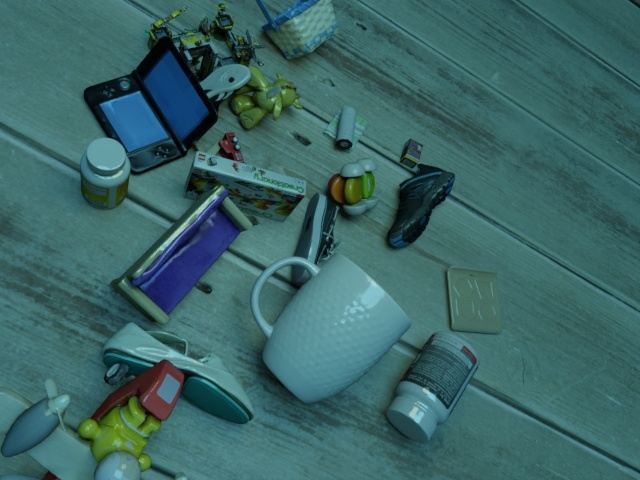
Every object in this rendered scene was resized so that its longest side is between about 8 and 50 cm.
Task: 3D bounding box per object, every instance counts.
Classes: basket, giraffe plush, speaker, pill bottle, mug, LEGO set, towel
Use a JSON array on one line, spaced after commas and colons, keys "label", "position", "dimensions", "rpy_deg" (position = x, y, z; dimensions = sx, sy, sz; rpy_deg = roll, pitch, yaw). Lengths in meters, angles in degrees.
[{"label": "basket", "position": [-0.089, -0.762, 1.759], "dimensions": [0.255, 0.201, 0.289], "rpy_deg": [-42, 121, -30]}, {"label": "giraffe plush", "position": [-0.152, -0.450, 1.663], "dimensions": [0.170, 0.210, 0.181], "rpy_deg": [-29, 116, -52]}, {"label": "speaker", "position": [0.085, -0.369, 1.757], "dimensions": [0.055, 0.055, 0.136], "rpy_deg": [16, 62, -16]}, {"label": "pill bottle", "position": [-0.542, -0.170, 1.357], "dimensions": [0.118, 0.208, 0.117], "rpy_deg": [8, 68, -20]}, {"label": "mug", "position": [-0.012, 0.207, 1.383], "dimensions": [0.374, 0.276, 0.328], "rpy_deg": [45, 82, -5]}, {"label": "pill bottle", "position": [0.314, 0.410, 1.518], "dimensions": [0.161, 0.161, 0.283], "rpy_deg": [44, 61, -2]}, {"label": "LEGO set", "position": [-0.343, -0.607, 1.617], "dimensions": [0.331, 0.192, 0.254], "rpy_deg": [-16, 77, -27]}, {"label": "towel", "position": [0.089, -0.378, 1.806], "dimensions": [0.113, 0.023, 0.152], "rpy_deg": [36, 61, -7]}]

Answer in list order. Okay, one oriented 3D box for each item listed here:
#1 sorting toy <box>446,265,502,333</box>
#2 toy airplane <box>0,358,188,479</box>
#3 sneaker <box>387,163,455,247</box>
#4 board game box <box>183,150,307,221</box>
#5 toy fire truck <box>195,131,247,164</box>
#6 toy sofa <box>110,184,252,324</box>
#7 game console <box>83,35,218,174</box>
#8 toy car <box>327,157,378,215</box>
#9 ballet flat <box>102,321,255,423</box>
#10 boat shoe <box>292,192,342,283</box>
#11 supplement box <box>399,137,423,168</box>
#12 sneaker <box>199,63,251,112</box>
[{"label": "sorting toy", "position": [0.497, 0.194, 1.751], "dimensions": [0.193, 0.038, 0.208], "rpy_deg": [8, 72, -20]}, {"label": "toy airplane", "position": [-0.460, 0.456, 1.099], "dimensions": [0.386, 0.272, 0.384], "rpy_deg": [0, 95, -35]}, {"label": "sneaker", "position": [0.302, -0.115, 1.760], "dimensions": [0.140, 0.125, 0.341], "rpy_deg": [30, 61, 21]}, {"label": "board game box", "position": [-0.213, -0.143, 1.493], "dimensions": [0.305, 0.193, 0.053], "rpy_deg": [14, 65, -17]}, {"label": "toy fire truck", "position": [-0.304, -0.264, 1.585], "dimensions": [0.135, 0.047, 0.192], "rpy_deg": [-14, 77, -26]}, {"label": "toy sofa", "position": [-0.336, 0.032, 1.367], "dimensions": [0.150, 0.177, 0.362], "rpy_deg": [50, 58, -20]}, {"label": "game console", "position": [-0.472, -0.374, 1.487], "dimensions": [0.250, 0.173, 0.293], "rpy_deg": [-30, 83, -29]}, {"label": "toy car", "position": [0.096, -0.168, 1.667], "dimensions": [0.182, 0.136, 0.159], "rpy_deg": [-29, 118, -53]}, {"label": "ballet flat", "position": [-0.326, 0.311, 1.321], "dimensions": [0.400, 0.139, 0.139], "rpy_deg": [27, 62, -10]}, {"label": "boat shoe", "position": [-0.002, 0.002, 1.575], "dimensions": [0.105, 0.113, 0.306], "rpy_deg": [26, 47, -18]}, {"label": "supplement box", "position": [0.313, -0.300, 1.857], "dimensions": [0.055, 0.043, 0.083], "rpy_deg": [26, 64, -11]}, {"label": "sneaker", "position": [-0.301, -0.438, 1.600], "dimensions": [0.217, 0.121, 0.079], "rpy_deg": [-28, 78, -3]}]
